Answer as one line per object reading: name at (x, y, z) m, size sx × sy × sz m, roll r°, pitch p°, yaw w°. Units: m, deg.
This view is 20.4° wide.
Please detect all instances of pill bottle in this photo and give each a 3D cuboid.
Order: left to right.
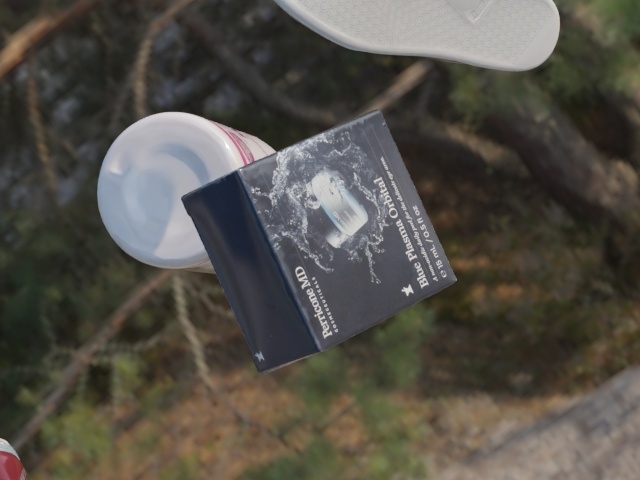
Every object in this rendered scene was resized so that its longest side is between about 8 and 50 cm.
pill bottle at (-0.118, -0.045, 1.924) m, size 0.160 × 0.160 × 0.283 m, roll -32°, pitch -10°, yaw 11°

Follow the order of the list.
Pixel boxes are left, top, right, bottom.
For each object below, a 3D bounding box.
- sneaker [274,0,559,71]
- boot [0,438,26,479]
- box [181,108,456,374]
sneaker at (0.048, -0.211, 1.535) m, size 0.147 × 0.296 × 0.104 m, roll 23°, pitch 100°, yaw 61°
boot at (-0.313, 0.336, 1.707) m, size 0.088 × 0.244 × 0.176 m, roll -2°, pitch 30°, yaw -30°
box at (0.000, 0.000, 1.412) m, size 0.158 × 0.156 × 0.093 m, roll -26°, pitch 2°, yaw -37°
